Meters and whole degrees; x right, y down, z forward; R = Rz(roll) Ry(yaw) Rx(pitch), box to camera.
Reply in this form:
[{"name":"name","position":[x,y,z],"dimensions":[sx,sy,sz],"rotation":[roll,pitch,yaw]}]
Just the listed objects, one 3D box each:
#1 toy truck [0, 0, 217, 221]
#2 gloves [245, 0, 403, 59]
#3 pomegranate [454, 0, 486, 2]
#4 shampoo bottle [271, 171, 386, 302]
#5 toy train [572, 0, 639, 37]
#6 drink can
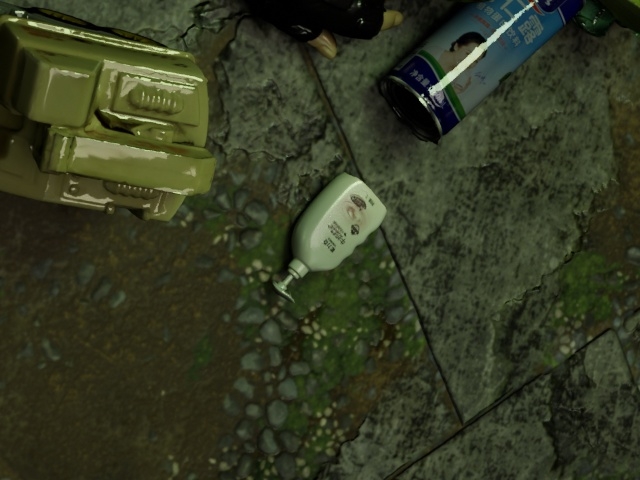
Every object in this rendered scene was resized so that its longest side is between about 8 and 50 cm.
[{"name":"toy truck","position":[-0.289,-0.127,1.422],"dimensions":[0.405,0.254,0.180],"rotation":[13,100,-27]},{"name":"gloves","position":[0.009,-0.273,1.628],"dimensions":[0.203,0.124,0.164],"rotation":[21,110,-23]},{"name":"pomegranate","position":[0.135,-0.354,1.627],"dimensions":[0.263,0.211,0.211],"rotation":[9,98,-11]},{"name":"shampoo bottle","position":[0.000,0.000,1.722],"dimensions":[0.152,0.045,0.077],"rotation":[-46,119,-10]},{"name":"toy train","position":[0.410,-0.348,1.776],"dimensions":[0.126,0.189,0.307],"rotation":[40,86,-36]},{"name":"drink can","position":[0.178,-0.216,1.738],"dimensions":[0.235,0.097,0.097],"rotation":[-42,118,-14]}]
